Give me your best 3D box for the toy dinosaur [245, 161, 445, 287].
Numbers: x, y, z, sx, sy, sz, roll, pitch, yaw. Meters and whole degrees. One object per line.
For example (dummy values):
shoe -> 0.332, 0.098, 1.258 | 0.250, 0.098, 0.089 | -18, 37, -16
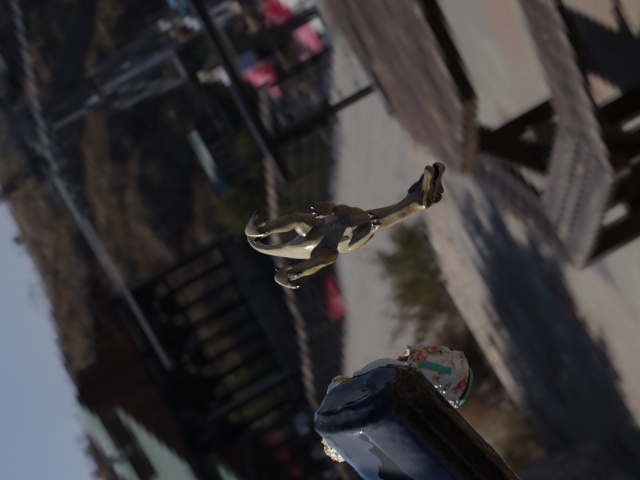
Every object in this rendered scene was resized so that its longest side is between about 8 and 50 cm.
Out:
toy dinosaur -> 0.000, 0.000, 1.001 | 0.183, 0.092, 0.053 | -18, 85, 40

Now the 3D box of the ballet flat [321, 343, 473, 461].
ballet flat -> 0.053, 0.150, 1.539 | 0.241, 0.077, 0.091 | -36, 37, 49

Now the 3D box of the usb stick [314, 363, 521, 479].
usb stick -> 0.104, 0.172, 0.869 | 0.077, 0.045, 0.278 | -23, 118, 42
